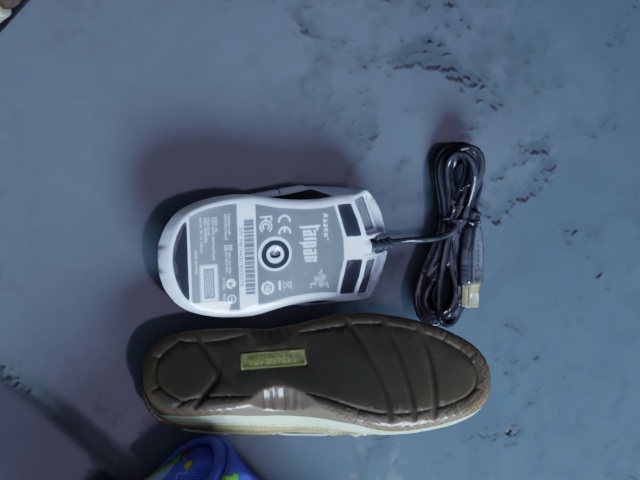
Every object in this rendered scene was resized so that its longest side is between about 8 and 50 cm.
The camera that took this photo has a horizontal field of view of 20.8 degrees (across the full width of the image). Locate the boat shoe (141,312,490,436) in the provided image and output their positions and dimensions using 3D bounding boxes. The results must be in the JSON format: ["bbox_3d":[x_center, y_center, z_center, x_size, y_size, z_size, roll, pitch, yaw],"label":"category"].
[{"bbox_3d":[-0.003,0.081,0.966,0.190,0.072,0.068,3,63,-1],"label":"boat shoe"}]

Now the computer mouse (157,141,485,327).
[{"bbox_3d":[0.000,0.000,0.976,0.193,0.042,0.106,-3,99,-17],"label":"computer mouse"}]

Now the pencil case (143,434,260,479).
[{"bbox_3d":[-0.008,0.248,0.942,0.119,0.133,0.306,-35,104,28],"label":"pencil case"}]

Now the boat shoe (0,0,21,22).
[{"bbox_3d":[-0.219,-0.228,0.869,0.095,0.095,0.257,-34,108,9],"label":"boat shoe"}]
